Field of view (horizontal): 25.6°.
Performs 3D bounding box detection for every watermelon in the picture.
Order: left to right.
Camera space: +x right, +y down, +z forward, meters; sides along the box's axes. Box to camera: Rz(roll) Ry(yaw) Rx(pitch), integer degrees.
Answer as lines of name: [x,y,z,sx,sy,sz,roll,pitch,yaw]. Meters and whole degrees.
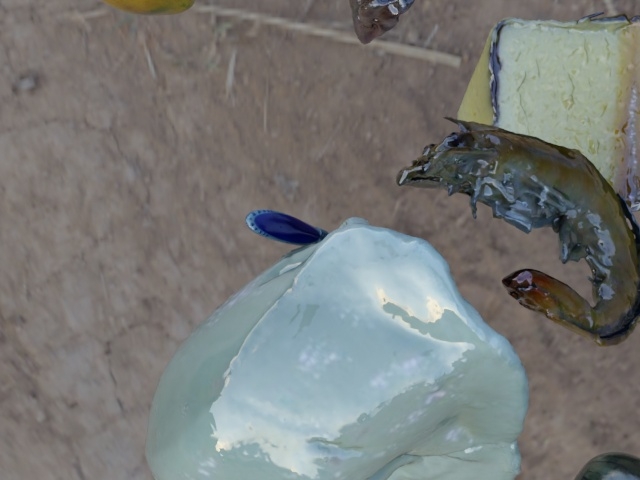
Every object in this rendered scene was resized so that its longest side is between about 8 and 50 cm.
watermelon: [0.218,0.193,0.961,0.078,0.078,0.110,-37,56,-15]

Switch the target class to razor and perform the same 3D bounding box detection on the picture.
razor: [0.004,0.000,1.112,0.028,0.154,0.044,1,77,45]

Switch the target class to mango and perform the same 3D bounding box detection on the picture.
mango: [-0.222,-0.321,1.711,0.089,0.163,0.111,-46,75,18]

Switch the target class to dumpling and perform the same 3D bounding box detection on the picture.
dumpling: [0.006,0.102,1.039,0.270,0.320,0.212,-3,85,-13]

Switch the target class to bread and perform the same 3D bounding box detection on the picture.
bread: [0.267,-0.122,1.282,0.266,0.142,0.178,0,106,-12]

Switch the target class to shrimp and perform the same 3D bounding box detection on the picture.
shrimp: [0.160,-0.002,1.025,0.253,0.058,0.173,7,61,-44]

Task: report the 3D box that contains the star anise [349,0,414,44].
star anise: [0.049,-0.274,1.013,0.214,0.099,0.220,-42,120,-17]
